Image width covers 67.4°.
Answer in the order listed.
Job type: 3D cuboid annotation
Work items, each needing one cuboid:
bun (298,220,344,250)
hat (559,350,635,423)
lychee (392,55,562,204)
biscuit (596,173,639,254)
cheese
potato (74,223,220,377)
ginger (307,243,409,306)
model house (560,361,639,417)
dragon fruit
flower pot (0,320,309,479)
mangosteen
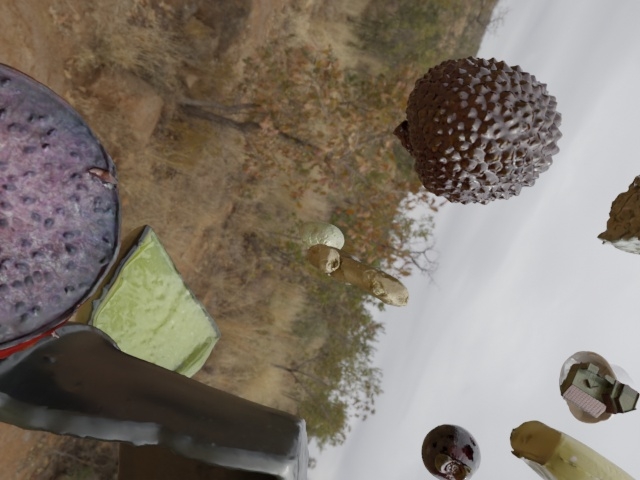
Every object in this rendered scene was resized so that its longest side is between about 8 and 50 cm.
[{"bbox_3d":[0.000,0.000,1.167,0.115,0.115,0.069,94,11,-70],"label":"bun"},{"bbox_3d":[0.794,0.412,1.352,0.203,0.126,0.203,-176,-90,-70],"label":"hat"},{"bbox_3d":[0.315,-0.227,0.990,0.306,0.329,0.307,-4,90,-71],"label":"lychee"},{"bbox_3d":[0.306,-0.063,0.312,0.179,0.084,0.281,-64,174,2],"label":"biscuit"},{"bbox_3d":[0.577,0.520,1.018,0.128,0.315,0.259,-48,170,-3],"label":"cheese"},{"bbox_3d":[-0.428,0.189,1.056,0.331,0.212,0.280,60,34,-18],"label":"potato"},{"bbox_3d":[0.062,0.056,0.854,0.059,0.213,0.133,-65,165,-3],"label":"ginger"},{"bbox_3d":[0.403,0.224,0.696,0.058,0.083,0.057,-55,175,-17],"label":"model house"},{"bbox_3d":[-0.282,-0.020,0.378,0.148,0.223,0.219,-12,-113,57],"label":"dragon fruit"},{"bbox_3d":[-0.139,0.268,0.420,0.379,0.250,0.380,0,90,-87],"label":"flower pot"},{"bbox_3d":[0.333,0.547,1.217,0.152,0.152,0.153,21,90,-84],"label":"mangosteen"}]
